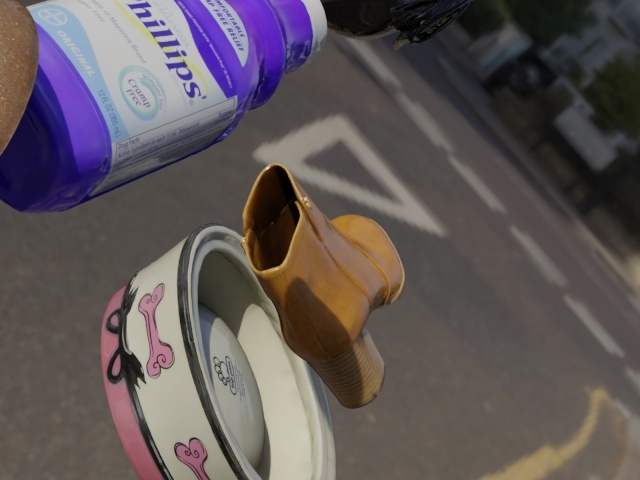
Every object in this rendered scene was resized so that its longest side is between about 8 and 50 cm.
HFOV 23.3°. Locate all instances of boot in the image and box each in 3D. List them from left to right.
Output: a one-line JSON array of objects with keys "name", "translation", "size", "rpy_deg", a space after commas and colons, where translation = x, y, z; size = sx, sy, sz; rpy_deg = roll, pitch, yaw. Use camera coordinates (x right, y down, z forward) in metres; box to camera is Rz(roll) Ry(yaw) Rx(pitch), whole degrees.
[{"name": "boot", "translation": [-0.001, 0.001, 1.511], "size": [0.295, 0.104, 0.211], "rpy_deg": [-90, 156, -54]}]

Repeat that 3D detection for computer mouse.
[{"name": "computer mouse", "translation": [0.085, -0.257, 1.680], "size": [0.272, 0.188, 0.072], "rpy_deg": [13, -45, 53]}]

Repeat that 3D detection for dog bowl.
[{"name": "dog bowl", "translation": [-0.132, 0.192, 1.987], "size": [0.408, 0.150, 0.408], "rpy_deg": [56, 22, -37]}]

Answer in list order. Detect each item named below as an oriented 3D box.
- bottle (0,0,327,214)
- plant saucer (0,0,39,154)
[{"name": "bottle", "translation": [-0.102, -0.108, 0.976], "size": [0.283, 0.092, 0.118], "rpy_deg": [-28, 81, -49]}, {"name": "plant saucer", "translation": [-0.234, -0.065, 0.794], "size": [0.036, 0.198, 0.199], "rpy_deg": [50, 8, -42]}]
